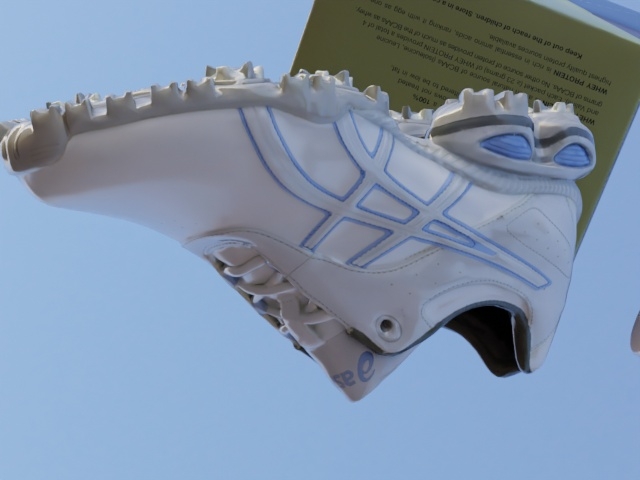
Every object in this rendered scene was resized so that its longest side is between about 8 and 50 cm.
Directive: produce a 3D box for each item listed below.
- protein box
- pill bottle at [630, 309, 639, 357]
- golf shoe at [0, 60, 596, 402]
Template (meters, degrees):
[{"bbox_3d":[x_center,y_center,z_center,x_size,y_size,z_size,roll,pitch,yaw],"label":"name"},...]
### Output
[{"bbox_3d":[0.081,-0.068,1.124,0.200,0.136,0.201,22,-73,6],"label":"protein box"},{"bbox_3d":[0.254,0.072,0.997,0.160,0.087,0.087,30,-52,-7],"label":"pill bottle"},{"bbox_3d":[0.000,0.000,0.485,0.069,0.176,0.086,-8,-100,60],"label":"golf shoe"}]
